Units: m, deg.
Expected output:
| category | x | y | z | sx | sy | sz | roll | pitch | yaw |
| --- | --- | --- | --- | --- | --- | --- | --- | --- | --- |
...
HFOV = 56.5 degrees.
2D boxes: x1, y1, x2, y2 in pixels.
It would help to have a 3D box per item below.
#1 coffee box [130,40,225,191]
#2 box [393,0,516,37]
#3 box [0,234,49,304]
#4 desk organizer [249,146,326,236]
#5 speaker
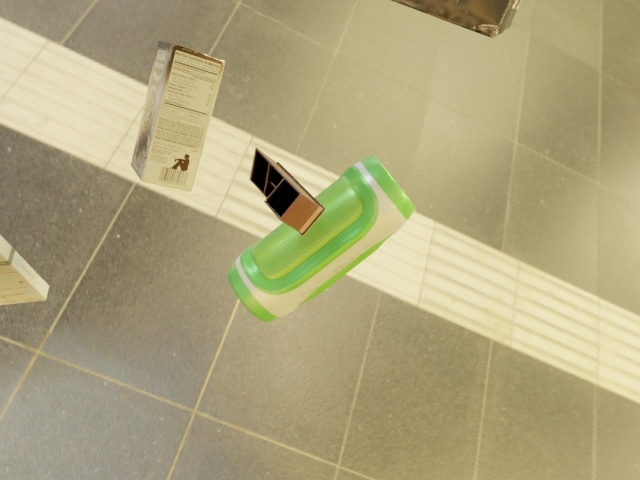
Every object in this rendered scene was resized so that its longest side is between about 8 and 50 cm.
| category | x | y | z | sx | sy | sz | roll | pitch | yaw |
| --- | --- | --- | --- | --- | --- | --- | --- | --- | --- |
| coffee box | -0.324 | -0.279 | 1.330 | 0.119 | 0.168 | 0.296 | 10 | 103 | -29 |
| box | 0.150 | -0.285 | 0.375 | 0.074 | 0.293 | 0.295 | 23 | 25 | 11 |
| box | -0.615 | 0.058 | 1.099 | 0.145 | 0.186 | 0.038 | -6 | 53 | 5 |
| desk organizer | -0.054 | -0.067 | 0.782 | 0.050 | 0.047 | 0.130 | 32 | 11 | -48 |
| speaker | 0.000 | 0.000 | 0.940 | 0.297 | 0.131 | 0.131 | -38 | 80 | 8 |
